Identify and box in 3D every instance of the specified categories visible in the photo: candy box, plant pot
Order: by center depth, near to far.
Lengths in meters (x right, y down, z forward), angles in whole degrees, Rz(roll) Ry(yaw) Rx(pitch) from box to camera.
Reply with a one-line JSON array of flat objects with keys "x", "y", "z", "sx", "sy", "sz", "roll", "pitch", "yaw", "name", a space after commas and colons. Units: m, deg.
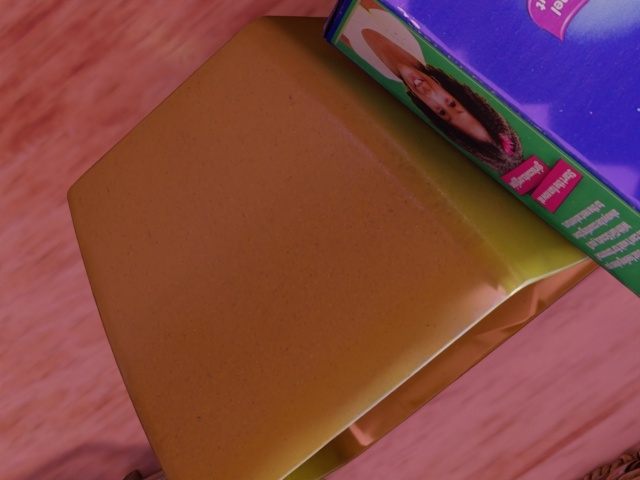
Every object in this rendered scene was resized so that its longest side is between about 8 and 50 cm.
[{"x": 0.208, "y": -0.106, "z": 0.907, "sx": 0.317, "sy": 0.122, "sz": 0.268, "roll": 39, "pitch": 81, "yaw": 1, "name": "candy box"}, {"x": 0.000, "y": 0.000, "z": 1.009, "sx": 0.212, "sy": 0.212, "sz": 0.187, "roll": -40, "pitch": 80, "yaw": 21, "name": "plant pot"}]

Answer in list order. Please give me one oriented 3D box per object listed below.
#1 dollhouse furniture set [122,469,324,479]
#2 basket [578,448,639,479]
[{"x": -0.072, "y": 0.214, "z": 1.132, "sx": 0.182, "sy": 0.101, "sz": 0.161, "roll": -27, "pitch": 98, "yaw": 20, "name": "dollhouse furniture set"}, {"x": 0.290, "y": 0.226, "z": 1.051, "sx": 0.213, "sy": 0.223, "sz": 0.299, "roll": -32, "pitch": 97, "yaw": -13, "name": "basket"}]
